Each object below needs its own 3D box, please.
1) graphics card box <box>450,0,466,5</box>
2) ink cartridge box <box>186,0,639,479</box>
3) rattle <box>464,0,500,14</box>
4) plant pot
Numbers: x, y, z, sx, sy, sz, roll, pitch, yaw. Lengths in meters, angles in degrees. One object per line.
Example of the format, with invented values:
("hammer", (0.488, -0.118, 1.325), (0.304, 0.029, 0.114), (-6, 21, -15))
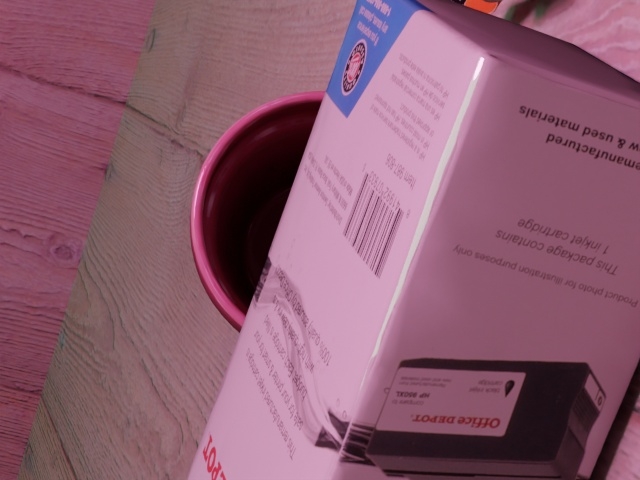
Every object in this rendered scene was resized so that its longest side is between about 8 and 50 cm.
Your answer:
("graphics card box", (0.134, -0.378, 1.414), (0.233, 0.094, 0.371), (-101, 30, -57))
("ink cartridge box", (0.064, 0.060, 1.120), (0.285, 0.166, 0.395), (-123, 52, -69))
("rattle", (0.170, -0.188, 1.240), (0.130, 0.142, 0.200), (-48, -17, -32))
("plant pot", (0.000, 0.000, 1.375), (0.180, 0.201, 0.201), (107, 176, -81))
